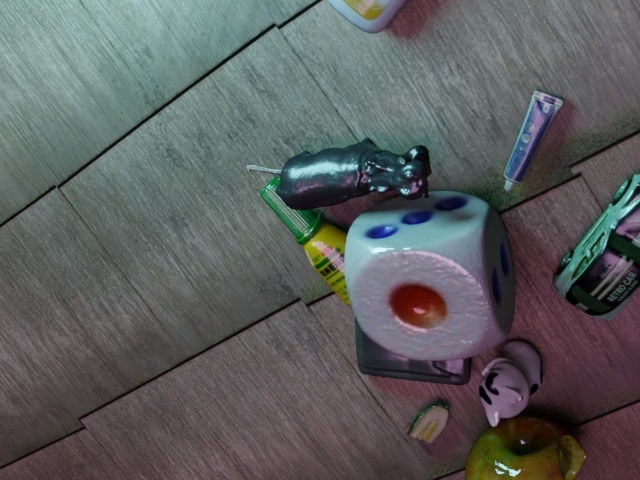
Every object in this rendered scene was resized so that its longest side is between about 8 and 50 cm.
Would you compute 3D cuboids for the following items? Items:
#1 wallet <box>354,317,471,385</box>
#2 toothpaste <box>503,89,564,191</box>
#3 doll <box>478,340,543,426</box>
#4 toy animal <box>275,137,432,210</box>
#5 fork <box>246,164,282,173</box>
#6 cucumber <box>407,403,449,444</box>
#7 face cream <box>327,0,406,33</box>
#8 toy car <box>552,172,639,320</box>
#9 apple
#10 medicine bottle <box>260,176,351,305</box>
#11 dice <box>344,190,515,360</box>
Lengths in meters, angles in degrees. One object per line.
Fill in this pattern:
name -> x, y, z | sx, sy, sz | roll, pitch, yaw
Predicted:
wallet -> 0.187, 0.214, 2.020 | 0.245, 0.052, 0.169 | 4, 113, 21
toothpaste -> 0.372, -0.174, 1.766 | 0.057, 0.035, 0.197 | 21, 118, 2
doll -> 0.367, 0.272, 1.913 | 0.107, 0.180, 0.110 | 36, 124, 15
toy animal -> 0.074, -0.127, 1.813 | 0.343, 0.168, 0.106 | -3, 113, 37
fork -> -0.095, -0.139, 1.965 | 0.115, 0.012, 0.016 | 11, 114, 20
cucumber -> 0.233, 0.379, 2.090 | 0.067, 0.035, 0.107 | 23, 121, -13
face cream -> 0.129, -0.494, 1.671 | 0.144, 0.071, 0.291 | 41, 121, -4
toy car -> 0.537, 0.023, 1.753 | 0.136, 0.125, 0.306 | 33, 123, 2
apple -> 0.412, 0.478, 1.959 | 0.246, 0.246, 0.226 | -2, 122, 21
medicine bottle -> 0.000, 0.000, 1.962 | 0.111, 0.076, 0.309 | -39, 97, 29
dice -> 0.206, 0.061, 1.817 | 0.259, 0.251, 0.243 | -5, 115, 22
